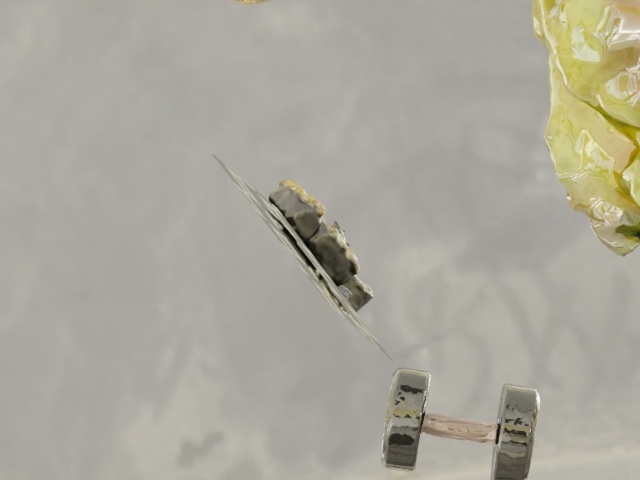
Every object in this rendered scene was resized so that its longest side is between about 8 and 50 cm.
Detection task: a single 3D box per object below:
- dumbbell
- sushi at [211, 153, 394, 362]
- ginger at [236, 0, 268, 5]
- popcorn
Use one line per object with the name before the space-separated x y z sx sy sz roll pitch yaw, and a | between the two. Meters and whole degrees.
dumbbell | 0.204 0.274 2.616 0.218 0.152 0.152 8 -6 4
sushi | 0.000 0.000 1.750 0.050 0.215 0.192 -40 28 -6
ginger | -0.026 -0.335 2.172 0.190 0.095 0.069 -15 2 -10
popcorn | 0.287 -0.149 1.124 0.326 0.321 0.290 -23 7 -18
